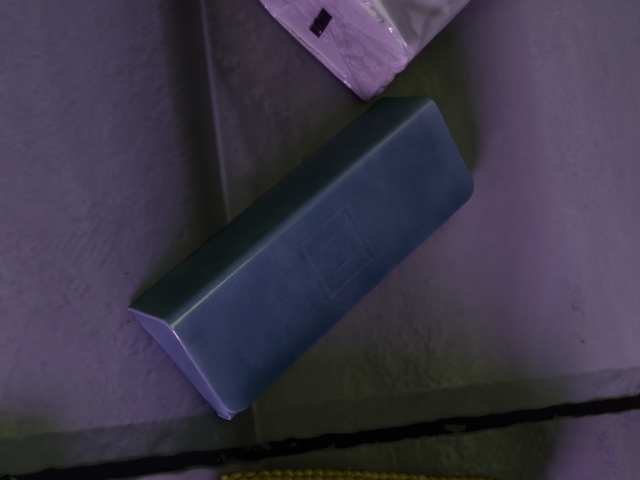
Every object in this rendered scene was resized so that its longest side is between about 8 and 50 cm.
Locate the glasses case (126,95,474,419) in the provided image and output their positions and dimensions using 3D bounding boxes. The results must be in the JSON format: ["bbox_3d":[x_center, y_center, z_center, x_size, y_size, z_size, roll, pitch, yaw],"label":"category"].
[{"bbox_3d":[0.000,0.000,0.743,0.266,0.056,0.105,-42,92,-25],"label":"glasses case"}]

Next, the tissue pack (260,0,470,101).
[{"bbox_3d":[0.072,-0.250,0.787,0.159,0.145,0.229,45,65,-4],"label":"tissue pack"}]

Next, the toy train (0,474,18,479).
[{"bbox_3d":[-0.280,0.194,0.586,0.249,0.053,0.085,-13,75,-24],"label":"toy train"}]

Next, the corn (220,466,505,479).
[{"bbox_3d":[0.041,0.193,0.693,0.248,0.081,0.081,8,73,-18],"label":"corn"}]
